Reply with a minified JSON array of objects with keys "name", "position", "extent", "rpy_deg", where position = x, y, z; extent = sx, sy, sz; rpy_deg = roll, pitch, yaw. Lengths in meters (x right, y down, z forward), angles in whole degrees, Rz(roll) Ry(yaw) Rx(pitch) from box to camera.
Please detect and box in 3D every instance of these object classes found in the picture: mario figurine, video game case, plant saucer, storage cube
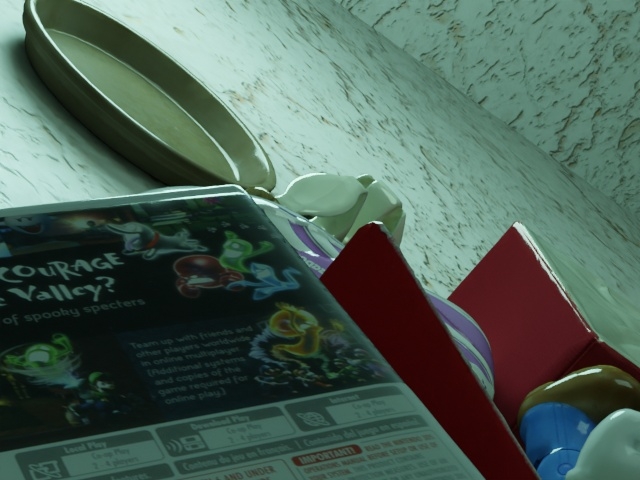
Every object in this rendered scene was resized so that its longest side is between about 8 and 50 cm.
[{"name":"mario figurine","position":[0.185,0.221,0.839],"extent":[0.198,0.170,0.320],"rpy_deg":[36,34,-19]},{"name":"video game case","position":[-0.069,0.046,0.314],"extent":[0.190,0.022,0.173],"rpy_deg":[-7,35,-27]},{"name":"plant saucer","position":[-0.158,-0.124,1.353],"extent":[0.278,0.041,0.278],"rpy_deg":[37,15,-11]},{"name":"storage cube","position":[0.172,0.139,1.104],"extent":[0.184,0.193,0.215],"rpy_deg":[34,15,-23]}]

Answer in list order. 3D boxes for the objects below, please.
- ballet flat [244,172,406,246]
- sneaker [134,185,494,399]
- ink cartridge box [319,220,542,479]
[{"name":"ballet flat","position":[0.000,0.000,1.216],"extent":[0.116,0.124,0.342],"rpy_deg":[46,15,19]},{"name":"sneaker","position":[-0.019,0.048,0.961],"extent":[0.282,0.102,0.161],"rpy_deg":[19,15,1]},{"name":"ink cartridge box","position":[-0.066,0.142,0.348],"extent":[0.130,0.272,0.309],"rpy_deg":[30,17,-32]}]
